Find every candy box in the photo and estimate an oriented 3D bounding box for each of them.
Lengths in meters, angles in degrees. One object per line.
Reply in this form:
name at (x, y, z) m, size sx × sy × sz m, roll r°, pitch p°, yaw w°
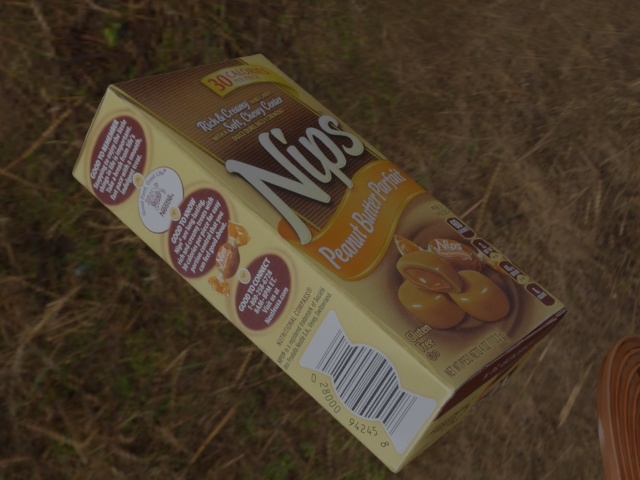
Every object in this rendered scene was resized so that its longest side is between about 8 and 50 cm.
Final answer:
candy box at (0.000, 0.000, 0.864) m, size 0.316 × 0.183 × 0.087 m, roll 42°, pitch 122°, yaw 17°

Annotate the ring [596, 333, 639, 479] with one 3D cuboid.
ring at (0.246, 0.215, 0.726) m, size 0.032 × 0.336 × 0.337 m, roll -29°, pitch 88°, yaw 25°
